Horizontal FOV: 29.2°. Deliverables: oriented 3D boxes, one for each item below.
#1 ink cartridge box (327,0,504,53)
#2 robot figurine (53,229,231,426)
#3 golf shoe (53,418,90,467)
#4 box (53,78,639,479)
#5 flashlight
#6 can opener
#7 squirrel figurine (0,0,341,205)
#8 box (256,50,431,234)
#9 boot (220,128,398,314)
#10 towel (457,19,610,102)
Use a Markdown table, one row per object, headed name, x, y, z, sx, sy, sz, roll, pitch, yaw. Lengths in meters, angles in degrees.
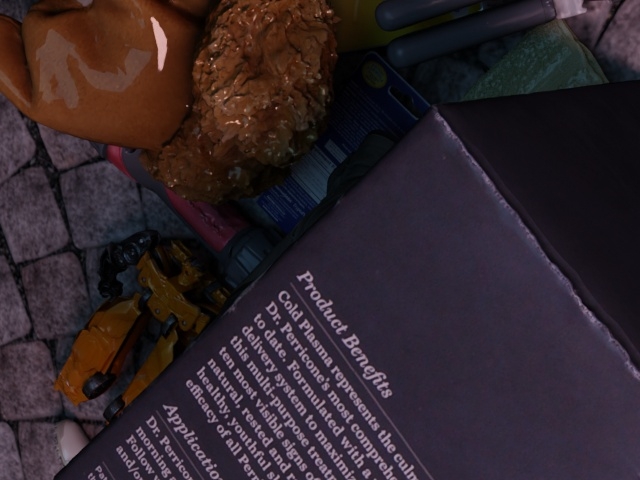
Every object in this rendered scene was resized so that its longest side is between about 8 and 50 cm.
| name | x | y | z | sx | sy | sz | roll | pitch | yaw |
| --- | --- | --- | --- | --- | --- | --- | --- | --- | --- |
| ink cartridge box | 0.021 | -0.344 | 1.258 | 0.307 | 0.072 | 0.304 | -6 | 98 | 28 |
| robot figurine | -0.202 | 0.122 | 1.456 | 0.211 | 0.085 | 0.291 | 45 | 122 | 15 |
| golf shoe | -0.270 | 0.295 | 1.561 | 0.086 | 0.069 | 0.176 | -30 | 86 | 11 |
| box | 0.124 | 0.129 | 1.044 | 0.472 | 0.480 | 0.297 | -42 | 77 | 29 |
| flashlight | -0.140 | -0.053 | 1.386 | 0.304 | 0.103 | 0.103 | 45 | 117 | 17 |
| can opener | 0.189 | -0.230 | 1.128 | 0.280 | 0.093 | 0.074 | -16 | 100 | 7 |
| squirrel figurine | -0.108 | -0.244 | 1.210 | 0.397 | 0.281 | 0.370 | 49 | 125 | 10 |
| box | 0.042 | -0.077 | 1.312 | 0.136 | 0.036 | 0.225 | 47 | 119 | 14 |
| boot | 0.000 | 0.000 | 1.257 | 0.083 | 0.161 | 0.246 | 36 | 138 | -14 |
| towel | 0.206 | -0.140 | 1.205 | 0.148 | 0.027 | 0.110 | -43 | 71 | 29 |
